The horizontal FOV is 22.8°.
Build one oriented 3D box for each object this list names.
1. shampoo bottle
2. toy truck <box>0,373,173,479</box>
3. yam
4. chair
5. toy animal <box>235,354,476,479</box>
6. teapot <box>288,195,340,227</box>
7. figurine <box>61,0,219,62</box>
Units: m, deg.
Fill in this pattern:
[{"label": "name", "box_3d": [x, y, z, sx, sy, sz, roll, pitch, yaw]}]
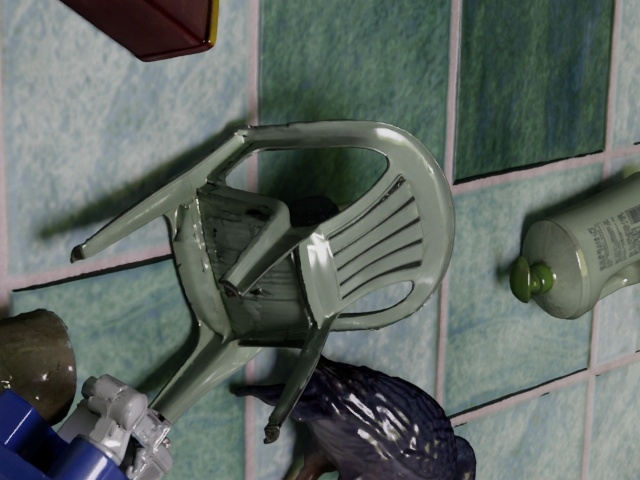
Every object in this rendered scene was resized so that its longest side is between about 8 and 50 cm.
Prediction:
[{"label": "shampoo bottle", "box_3d": [0.283, 0.012, 1.657, 0.234, 0.087, 0.118, -23, 117, -37]}, {"label": "toy truck", "box_3d": [-0.185, 0.183, 1.144, 0.177, 0.161, 0.213, -54, 161, -15]}, {"label": "yam", "box_3d": [-0.302, 0.118, 1.131, 0.259, 0.093, 0.093, -13, 111, -41]}, {"label": "chair", "box_3d": [-0.032, 0.029, 1.293, 0.274, 0.191, 0.203, -47, 131, -47]}, {"label": "toy animal", "box_3d": [0.041, 0.202, 1.463, 0.185, 0.122, 0.298, -44, 122, -12]}, {"label": "teapot", "box_3d": [-0.004, 0.001, 1.415, 0.049, 0.063, 0.083, -6, 116, 0]}, {"label": "figurine", "box_3d": [-0.142, -0.212, 1.198, 0.154, 0.082, 0.098, 37, 63, -43]}]
